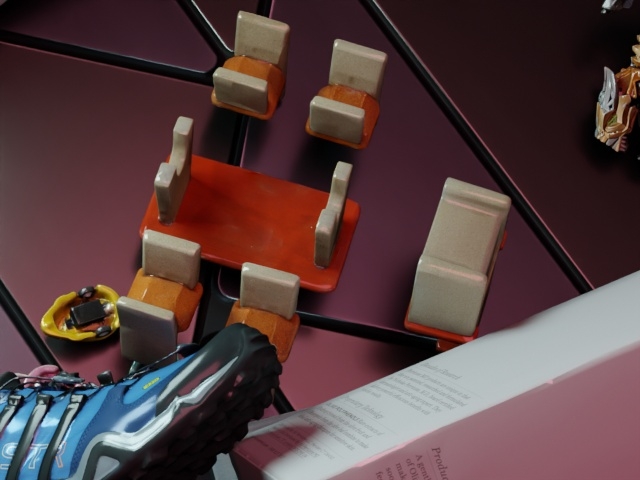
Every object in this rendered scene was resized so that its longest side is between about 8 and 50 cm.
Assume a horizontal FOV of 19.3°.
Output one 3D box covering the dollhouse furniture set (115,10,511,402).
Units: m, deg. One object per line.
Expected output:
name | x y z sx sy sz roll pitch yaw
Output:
dollhouse furniture set | 0.000 0.000 1.379 0.259 0.135 0.262 17 61 6

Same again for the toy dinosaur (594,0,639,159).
toy dinosaur | 0.347 -0.186 1.444 0.218 0.322 0.164 35 30 2

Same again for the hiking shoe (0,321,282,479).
hiking shoe | -0.169 0.130 1.253 0.304 0.113 0.132 -35 73 11

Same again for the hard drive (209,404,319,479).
hard drive | -0.009 0.170 1.364 0.135 0.022 0.094 -13 73 -13

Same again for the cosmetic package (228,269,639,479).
cosmetic package | 0.149 0.168 1.286 0.366 0.155 0.197 -21 102 -17

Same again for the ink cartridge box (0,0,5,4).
ink cartridge box | -0.249 -0.283 1.357 0.353 0.207 0.119 -38 68 -3

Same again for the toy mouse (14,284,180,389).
toy mouse | -0.157 0.106 1.354 0.161 0.031 0.143 -24 74 -25
